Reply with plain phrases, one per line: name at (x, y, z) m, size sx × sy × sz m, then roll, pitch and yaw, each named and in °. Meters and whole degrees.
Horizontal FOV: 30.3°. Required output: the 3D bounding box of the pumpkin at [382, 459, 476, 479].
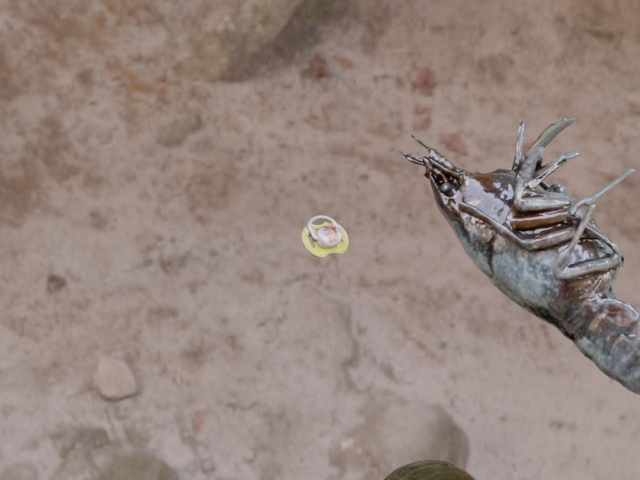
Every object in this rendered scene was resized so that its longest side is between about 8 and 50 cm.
pumpkin at (0.149, 0.357, 1.367) m, size 0.157 × 0.223 × 0.223 m, roll -26°, pitch 50°, yaw -18°

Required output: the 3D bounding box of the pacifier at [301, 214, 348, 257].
pacifier at (0.000, 0.000, 1.847) m, size 0.083 × 0.064 × 0.068 m, roll -12°, pitch 67°, yaw -35°

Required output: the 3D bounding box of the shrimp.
shrimp at (0.254, 0.022, 1.170) m, size 0.166 × 0.221 × 0.410 m, roll -32°, pitch 72°, yaw -15°
